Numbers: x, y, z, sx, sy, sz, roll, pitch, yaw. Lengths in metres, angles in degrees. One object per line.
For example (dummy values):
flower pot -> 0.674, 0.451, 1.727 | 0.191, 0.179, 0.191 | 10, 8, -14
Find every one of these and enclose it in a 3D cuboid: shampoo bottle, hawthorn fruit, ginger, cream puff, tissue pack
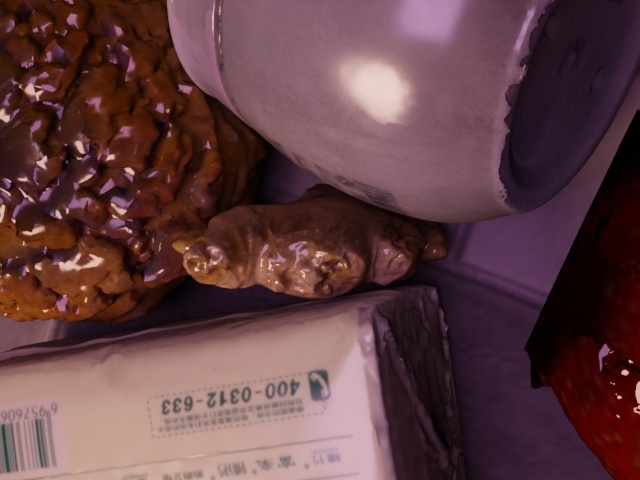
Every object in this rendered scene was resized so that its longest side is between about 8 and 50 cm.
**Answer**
shampoo bottle -> 0.061, -0.161, 0.782 | 0.266, 0.273, 0.273 | 27, 104, 25
hawthorn fruit -> 0.275, 0.049, 0.717 | 0.316, 0.316, 0.316 | 2, 95, 21
ginger -> 0.005, 0.000, 0.851 | 0.137, 0.213, 0.074 | 6, 97, 33
cream puff -> -0.201, -0.102, 0.912 | 0.327, 0.231, 0.343 | 25, 103, 21
tissue pack -> -0.079, 0.204, 0.903 | 0.380, 0.207, 0.297 | -9, 90, 21
